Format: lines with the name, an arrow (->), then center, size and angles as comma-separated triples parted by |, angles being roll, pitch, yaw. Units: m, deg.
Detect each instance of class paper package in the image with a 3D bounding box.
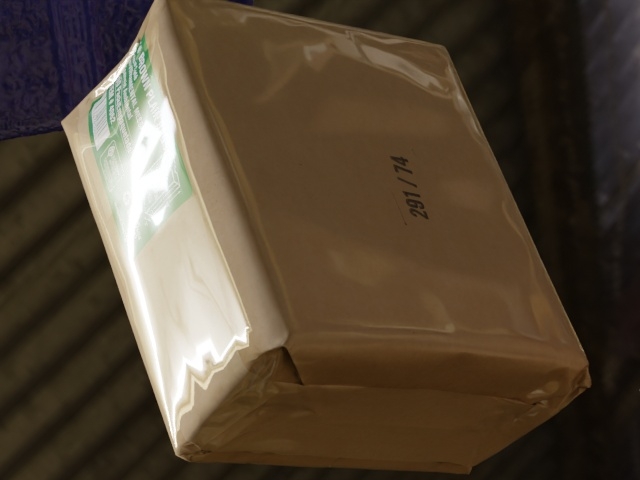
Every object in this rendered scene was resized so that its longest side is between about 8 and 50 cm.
paper package -> 0.000, 0.000, 1.471 | 0.309, 0.325, 0.168 | 8, -40, -40

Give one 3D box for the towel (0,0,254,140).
towel -> -0.217, -0.224, 1.890 | 0.308, 0.076, 0.228 | -7, -80, -2
